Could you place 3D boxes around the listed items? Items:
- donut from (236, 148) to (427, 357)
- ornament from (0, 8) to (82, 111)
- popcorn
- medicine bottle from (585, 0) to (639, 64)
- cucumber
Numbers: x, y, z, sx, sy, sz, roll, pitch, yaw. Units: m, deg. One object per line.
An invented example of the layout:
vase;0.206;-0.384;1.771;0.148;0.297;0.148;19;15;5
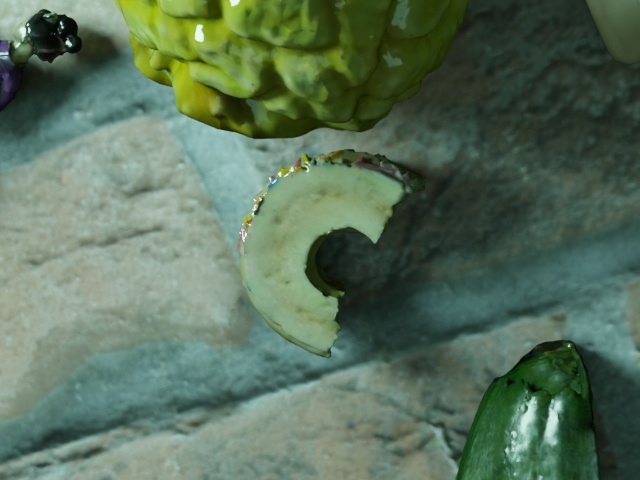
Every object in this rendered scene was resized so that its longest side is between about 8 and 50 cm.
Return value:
donut;-0.003;-0.004;0.925;0.108;0.065;0.166;29;112;2
ornament;-0.279;-0.131;0.946;0.203;0.088;0.081;-28;76;7
popcorn;-0.035;-0.169;0.817;0.237;0.206;0.251;32;144;-14
medicine bottle;0.284;-0.206;0.772;0.252;0.114;0.114;-22;102;17
cucumber;0.152;0.242;0.933;0.105;0.145;0.326;1;102;-2
